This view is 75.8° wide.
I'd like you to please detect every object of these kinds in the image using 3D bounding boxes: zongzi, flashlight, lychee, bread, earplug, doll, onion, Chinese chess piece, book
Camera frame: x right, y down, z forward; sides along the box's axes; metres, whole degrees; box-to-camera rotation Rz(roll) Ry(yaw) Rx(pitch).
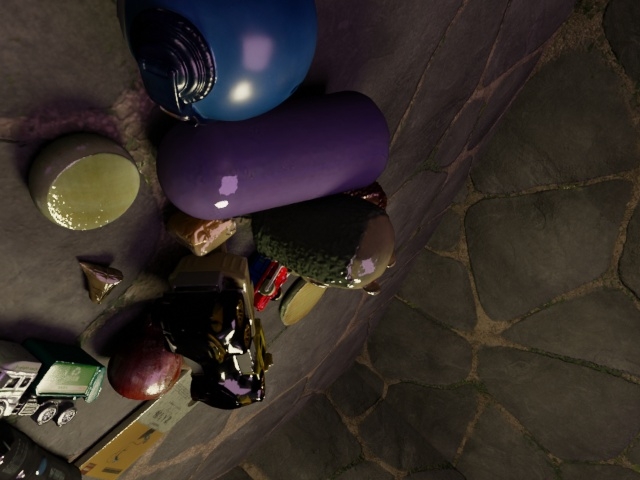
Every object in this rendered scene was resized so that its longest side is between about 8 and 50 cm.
[{"bbox_3d":[-0.409,0.076,0.734,0.076,0.040,0.083,-47,146,10],"label":"zongzi"},{"bbox_3d":[-0.630,0.504,0.899,0.103,0.103,0.424,-36,153,-30],"label":"flashlight"},{"bbox_3d":[0.105,-0.112,1.220,0.188,0.188,0.188,-40,155,-23],"label":"lychee"},{"bbox_3d":[-0.061,0.212,1.570,0.267,0.040,0.267,-41,155,-23],"label":"bread"},{"bbox_3d":[-0.083,-0.161,0.773,0.456,0.215,0.215,-22,144,-42],"label":"earplug"},{"bbox_3d":[-0.231,-0.035,0.791,0.106,0.125,0.082,-35,133,-30],"label":"bread"},{"bbox_3d":[0.000,0.000,0.961,0.247,0.349,0.247,-49,148,-46],"label":"doll"},{"bbox_3d":[-0.112,-0.287,0.462,0.310,0.240,0.284,113,-1,-46],"label":"doll"},{"bbox_3d":[-0.384,0.253,0.918,0.159,0.159,0.195,4,102,-63],"label":"onion"},{"bbox_3d":[-0.336,-0.084,0.593,0.144,0.058,0.144,-41,158,-21],"label":"Chinese chess piece"},{"bbox_3d":[-0.524,0.567,1.272,0.389,0.032,0.269,-41,155,-23],"label":"book"}]

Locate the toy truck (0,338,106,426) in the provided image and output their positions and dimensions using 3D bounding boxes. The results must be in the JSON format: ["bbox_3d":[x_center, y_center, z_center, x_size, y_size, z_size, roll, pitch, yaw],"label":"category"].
[{"bbox_3d":[-0.505,0.251,0.734,0.124,0.114,0.253,-59,160,-15],"label":"toy truck"}]

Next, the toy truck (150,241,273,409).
[{"bbox_3d":[-0.225,0.200,0.950,0.254,0.180,0.405,-84,172,-50],"label":"toy truck"}]

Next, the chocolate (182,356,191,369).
[{"bbox_3d":[-0.306,0.304,1.201,0.185,0.100,0.303,-53,160,-1],"label":"chocolate"}]

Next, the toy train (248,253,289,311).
[{"bbox_3d":[-0.147,0.086,1.124,0.204,0.131,0.083,-57,153,-13],"label":"toy train"}]
